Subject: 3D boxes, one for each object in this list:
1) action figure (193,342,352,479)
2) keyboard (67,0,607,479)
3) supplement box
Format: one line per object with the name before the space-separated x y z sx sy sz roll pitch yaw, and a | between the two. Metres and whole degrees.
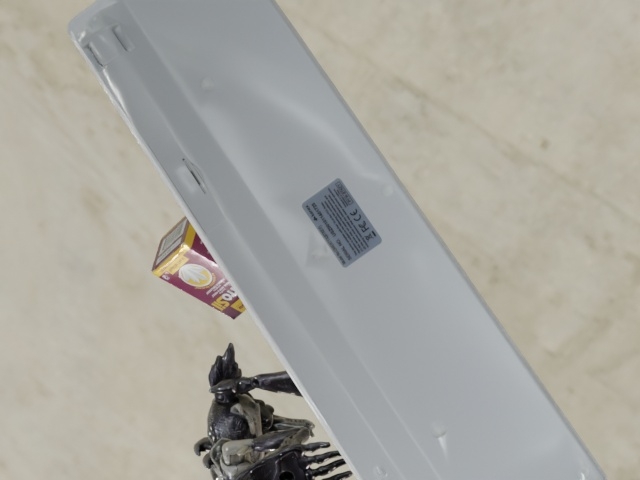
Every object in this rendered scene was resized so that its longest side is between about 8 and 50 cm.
action figure | -0.028 0.178 1.241 0.275 0.141 0.164 -124 35 -76
keyboard | 0.000 0.000 0.559 0.256 0.072 0.014 56 -179 14
supplement box | -0.086 0.019 1.271 0.083 0.043 0.055 30 135 -20
